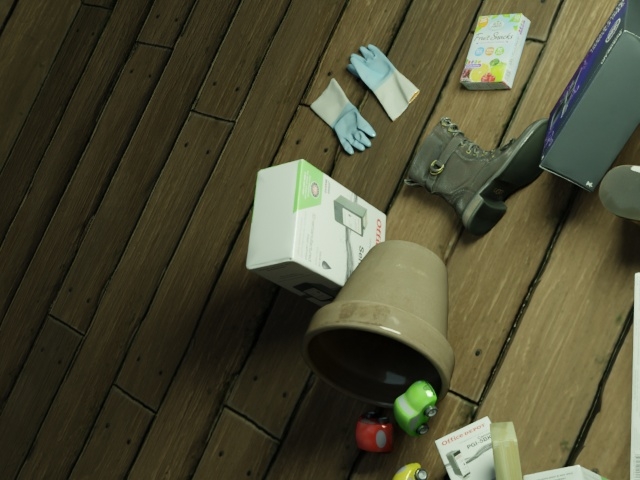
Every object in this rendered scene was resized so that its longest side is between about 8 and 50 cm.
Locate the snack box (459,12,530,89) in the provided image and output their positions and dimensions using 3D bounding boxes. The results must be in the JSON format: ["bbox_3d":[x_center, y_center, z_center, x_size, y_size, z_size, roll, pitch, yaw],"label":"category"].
[{"bbox_3d":[0.329,-0.356,1.968,0.100,0.037,0.141,8,75,44],"label":"snack box"}]

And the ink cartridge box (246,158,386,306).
[{"bbox_3d":[0.000,0.000,1.931,0.114,0.273,0.198,-13,62,36],"label":"ink cartridge box"}]

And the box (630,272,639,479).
[{"bbox_3d":[0.495,0.204,1.517,0.067,0.063,0.324,-10,63,38],"label":"box"}]

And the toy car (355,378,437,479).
[{"bbox_3d":[0.132,0.324,1.736,0.239,0.053,0.225,54,139,43],"label":"toy car"}]

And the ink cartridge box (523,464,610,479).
[{"bbox_3d":[0.368,0.438,1.453,0.093,0.154,0.212,-20,57,31],"label":"ink cartridge box"}]

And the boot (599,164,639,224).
[{"bbox_3d":[0.573,-0.033,1.543,0.305,0.115,0.112,24,92,27],"label":"boot"}]

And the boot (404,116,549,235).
[{"bbox_3d":[0.277,-0.158,1.881,0.263,0.091,0.229,-51,45,14],"label":"boot"}]

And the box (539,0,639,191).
[{"bbox_3d":[0.451,-0.236,1.622,0.184,0.103,0.261,-68,3,-52],"label":"box"}]

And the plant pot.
[{"bbox_3d":[0.120,0.128,1.796,0.263,0.263,0.229,-12,46,39],"label":"plant pot"}]

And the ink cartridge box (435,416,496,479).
[{"bbox_3d":[0.251,0.360,1.642,0.099,0.056,0.135,-27,43,4],"label":"ink cartridge box"}]

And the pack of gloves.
[{"bbox_3d":[0.076,-0.303,2.173,0.195,0.046,0.232,-48,45,13],"label":"pack of gloves"}]

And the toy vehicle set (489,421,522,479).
[{"bbox_3d":[0.278,0.404,1.487,0.035,0.166,0.267,-8,87,8],"label":"toy vehicle set"}]
